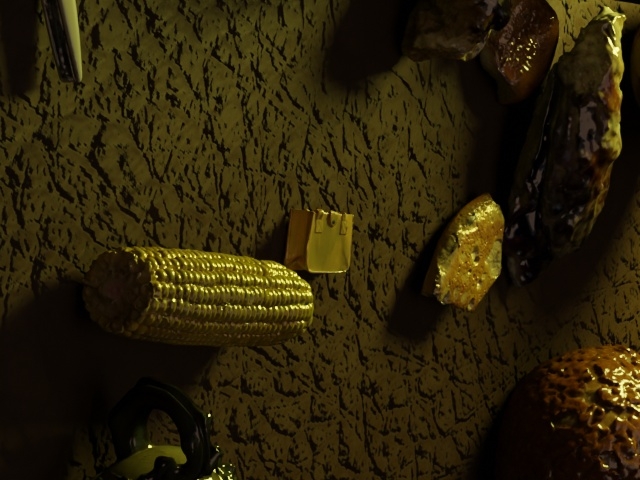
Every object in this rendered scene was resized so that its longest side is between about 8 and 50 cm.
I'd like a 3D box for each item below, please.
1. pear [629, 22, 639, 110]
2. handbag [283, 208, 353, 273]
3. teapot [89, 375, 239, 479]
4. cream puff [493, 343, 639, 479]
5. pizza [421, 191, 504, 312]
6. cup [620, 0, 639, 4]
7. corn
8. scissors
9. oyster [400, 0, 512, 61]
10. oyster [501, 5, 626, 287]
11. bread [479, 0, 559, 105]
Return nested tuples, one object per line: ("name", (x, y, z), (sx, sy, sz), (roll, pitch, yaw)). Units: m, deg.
("pear", (0.521, -0.218, 2.052), (0.281, 0.281, 0.280), (-19, 114, -52))
("handbag", (0.000, 0.000, 1.563), (0.083, 0.027, 0.061), (0, 97, -58))
("teapot", (-0.107, 0.245, 1.334), (0.173, 0.183, 0.269), (-18, 112, -51))
("cream puff", (0.342, 0.270, 1.967), (0.303, 0.212, 0.303), (-14, 109, -48))
("pizza", (0.154, 0.020, 1.781), (0.160, 0.036, 0.099), (-53, 137, -32))
("cup", (0.319, -0.344, 1.821), (0.131, 0.155, 0.176), (-40, 128, -43))
("corn", (-0.094, 0.049, 1.392), (0.248, 0.081, 0.081), (9, 91, -56))
("scissors", (-0.198, -0.202, 1.227), (0.085, 0.022, 0.176), (-30, 120, -49))
("oyster", (0.155, -0.283, 1.654), (0.161, 0.107, 0.232), (37, 66, -44))
("oyster", (0.290, -0.095, 1.890), (0.271, 0.100, 0.275), (78, 34, -57))
("bread", (0.222, -0.217, 1.813), (0.126, 0.044, 0.129), (44, 66, -49))
